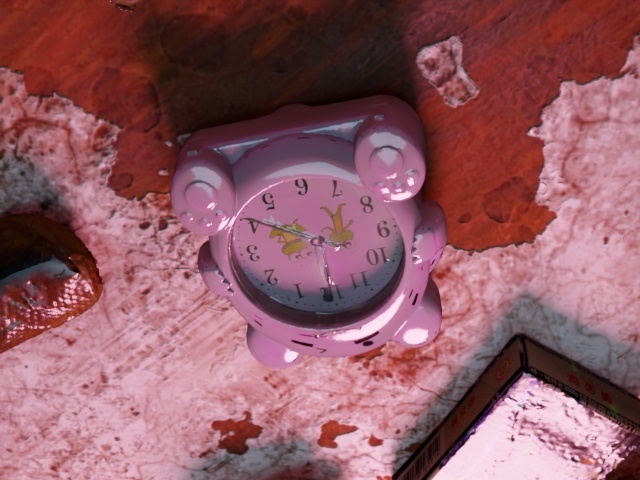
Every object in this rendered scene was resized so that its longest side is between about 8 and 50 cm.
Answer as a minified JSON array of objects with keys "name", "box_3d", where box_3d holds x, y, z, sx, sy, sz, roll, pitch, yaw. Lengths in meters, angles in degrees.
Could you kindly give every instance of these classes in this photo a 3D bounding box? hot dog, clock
[{"name":"hot dog","box_3d":[-0.372,0.056,1.462,0.227,0.099,0.160,-20,119,14]},{"name":"clock","box_3d":[0.000,0.000,1.395,0.296,0.113,0.322,-10,122,10]}]

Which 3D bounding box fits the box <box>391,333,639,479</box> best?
[{"name":"box","box_3d":[0.254,0.289,1.575,0.198,0.084,0.310,28,120,-13]}]

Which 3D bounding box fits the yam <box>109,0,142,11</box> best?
[{"name":"yam","box_3d":[-0.139,-0.342,1.182,0.238,0.128,0.129,-29,150,26]}]
